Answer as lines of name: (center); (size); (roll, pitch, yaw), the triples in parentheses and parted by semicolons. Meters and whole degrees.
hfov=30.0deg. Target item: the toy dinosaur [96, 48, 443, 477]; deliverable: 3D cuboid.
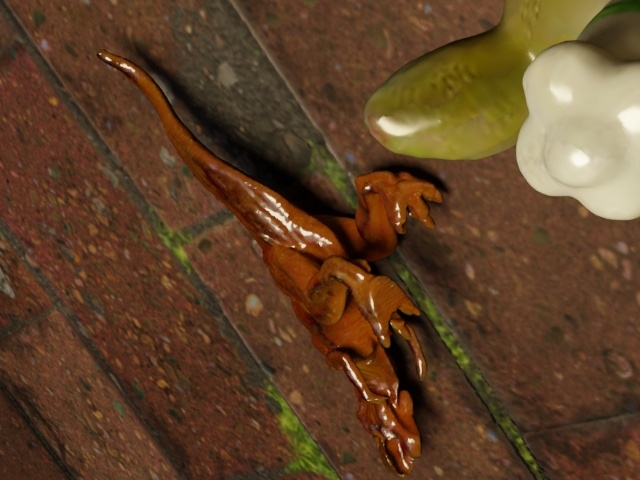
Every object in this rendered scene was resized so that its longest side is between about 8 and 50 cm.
toy dinosaur: (0.000, 0.000, 0.931); (0.208, 0.097, 0.432); (-17, 106, 58)

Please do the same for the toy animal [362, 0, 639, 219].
toy animal: (0.164, -0.099, 0.510); (0.180, 0.363, 0.181); (45, 147, -20)
